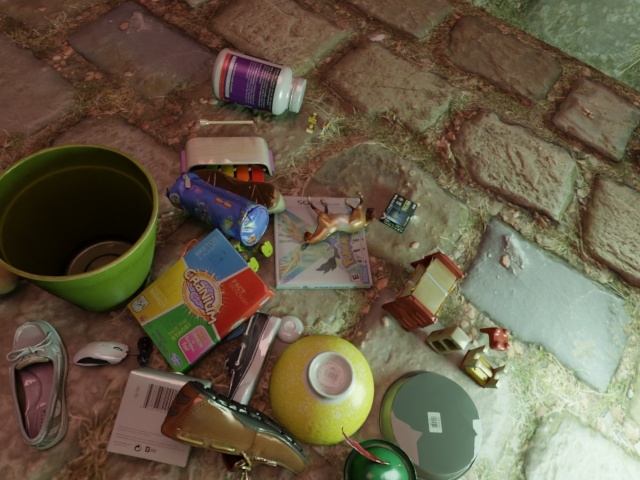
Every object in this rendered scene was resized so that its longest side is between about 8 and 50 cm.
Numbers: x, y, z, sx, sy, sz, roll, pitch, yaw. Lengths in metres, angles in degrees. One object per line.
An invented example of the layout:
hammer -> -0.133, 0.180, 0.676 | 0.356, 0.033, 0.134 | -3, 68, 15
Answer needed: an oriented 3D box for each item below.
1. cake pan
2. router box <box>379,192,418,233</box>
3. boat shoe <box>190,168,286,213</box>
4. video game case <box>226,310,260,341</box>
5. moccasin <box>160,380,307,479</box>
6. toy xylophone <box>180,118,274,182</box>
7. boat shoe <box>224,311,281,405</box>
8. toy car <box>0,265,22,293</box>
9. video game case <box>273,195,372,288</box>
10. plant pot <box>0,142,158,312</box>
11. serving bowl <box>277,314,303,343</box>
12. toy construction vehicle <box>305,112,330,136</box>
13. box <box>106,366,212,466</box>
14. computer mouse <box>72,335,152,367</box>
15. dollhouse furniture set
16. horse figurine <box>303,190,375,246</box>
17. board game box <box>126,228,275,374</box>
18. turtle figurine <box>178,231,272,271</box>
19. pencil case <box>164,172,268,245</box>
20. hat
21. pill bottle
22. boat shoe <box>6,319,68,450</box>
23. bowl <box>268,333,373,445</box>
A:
cake pan -> 0.301, 0.489, 1.221 | 0.292, 0.054, 0.294 | 5, 59, -8
router box -> 0.270, -0.095, 1.571 | 0.092, 0.038, 0.123 | 29, 59, 6
boat shoe -> -0.276, -0.140, 1.455 | 0.340, 0.110, 0.122 | 15, 82, 18
video game case -> -0.249, 0.193, 1.314 | 0.119, 0.015, 0.166 | -22, 66, -22
moccasin -> -0.180, 0.456, 1.025 | 0.139, 0.380, 0.147 | 16, 70, 51
toy xylophone -> -0.314, -0.305, 1.559 | 0.322, 0.081, 0.237 | 4, 59, -9
boat shoe -> -0.201, 0.323, 1.194 | 0.102, 0.108, 0.301 | 17, 60, 7
toy car -> -0.850, 0.085, 1.192 | 0.188, 0.155, 0.149 | -14, 63, -29
video game case -> 0.000, 0.000, 1.464 | 0.299, 0.036, 0.329 | 1, 60, -10
plant pot -> -0.579, 0.010, 1.161 | 0.365, 0.353, 0.367 | 4, 59, -7
serving bowl -> -0.088, 0.250, 1.304 | 0.083, 0.027, 0.084 | 5, 58, -8
toy construction vehicle -> -0.009, -0.440, 1.725 | 0.085, 0.035, 0.098 | 23, 58, 4
box -> -0.371, 0.408, 1.073 | 0.180, 0.119, 0.182 | 13, 78, -2
computer mouse -> -0.534, 0.285, 1.169 | 0.192, 0.042, 0.106 | 0, 27, -10
dollhouse furniture set -> 0.392, 0.240, 1.357 | 0.374, 0.152, 0.201 | 45, 60, -4
horse figurine -> 0.064, -0.075, 1.464 | 0.263, 0.066, 0.175 | -4, 54, -10
board game box -> -0.320, 0.160, 1.228 | 0.316, 0.064, 0.242 | -42, 74, -7
turtle figurine -> -0.269, 0.025, 1.363 | 0.217, 0.087, 0.269 | 23, 44, 27
pencil case -> -0.299, -0.100, 1.322 | 0.306, 0.133, 0.119 | 26, 57, 20
hat -> 0.126, 0.551, 1.052 | 0.208, 0.184, 0.173 | 17, 72, 12
pill bottle -> -0.223, -0.575, 1.678 | 0.322, 0.182, 0.182 | 16, 58, -1
boat shoe -> -0.682, 0.332, 1.096 | 0.118, 0.103, 0.321 | -12, 63, -17
bowl -> 0.014, 0.366, 1.180 | 0.289, 0.156, 0.290 | 5, 59, -8
